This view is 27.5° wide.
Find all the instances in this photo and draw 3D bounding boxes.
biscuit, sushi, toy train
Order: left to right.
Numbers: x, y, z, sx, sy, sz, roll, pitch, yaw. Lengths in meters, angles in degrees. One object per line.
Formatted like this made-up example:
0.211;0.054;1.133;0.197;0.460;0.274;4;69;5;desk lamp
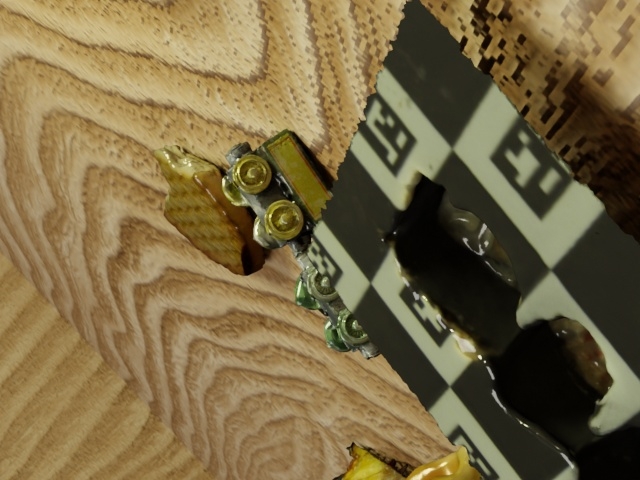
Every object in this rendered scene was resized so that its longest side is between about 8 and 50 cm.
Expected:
-0.121;-0.034;1.341;0.176;0.031;0.228;56;163;-26;biscuit
0.000;0.000;1.046;0.202;0.081;0.060;55;162;-3;toy train
0.165;0.058;0.762;0.373;0.100;0.296;51;153;17;sushi

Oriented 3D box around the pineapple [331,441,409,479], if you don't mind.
0.099;0.368;1.486;0.161;0.158;0.334;54;161;-23;pineapple

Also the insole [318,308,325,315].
-0.001;0.044;1.270;0.045;0.002;0.135;43;163;17;insole

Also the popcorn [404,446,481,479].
0.138;0.307;0.976;0.349;0.382;0.349;8;169;2;popcorn
